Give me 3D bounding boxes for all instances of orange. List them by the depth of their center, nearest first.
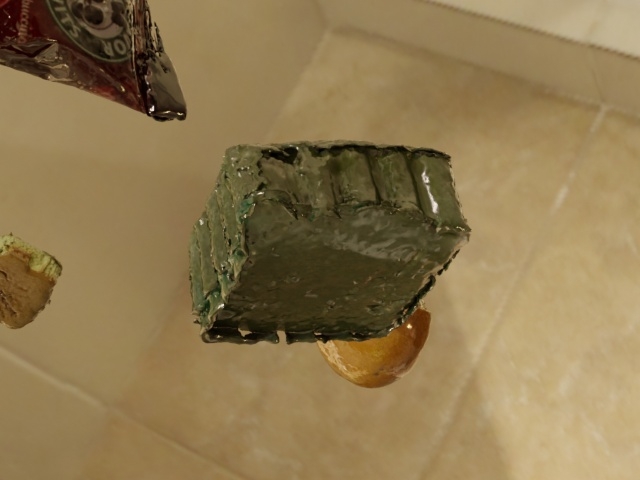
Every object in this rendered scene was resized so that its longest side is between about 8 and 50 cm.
[{"bbox_3d":[0.064,0.108,1.578,0.156,0.134,0.156,-47,32,43],"label":"orange"}]

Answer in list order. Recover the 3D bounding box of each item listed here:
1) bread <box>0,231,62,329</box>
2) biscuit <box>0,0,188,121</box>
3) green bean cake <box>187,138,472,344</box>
[{"bbox_3d":[-0.457,0.056,1.849,0.128,0.140,0.069,-55,10,26],"label":"bread"},{"bbox_3d":[-0.200,-0.168,0.868,0.063,0.235,0.151,-28,58,47],"label":"biscuit"},{"bbox_3d":[0.000,0.000,1.273,0.241,0.255,0.132,3,57,-17],"label":"green bean cake"}]
